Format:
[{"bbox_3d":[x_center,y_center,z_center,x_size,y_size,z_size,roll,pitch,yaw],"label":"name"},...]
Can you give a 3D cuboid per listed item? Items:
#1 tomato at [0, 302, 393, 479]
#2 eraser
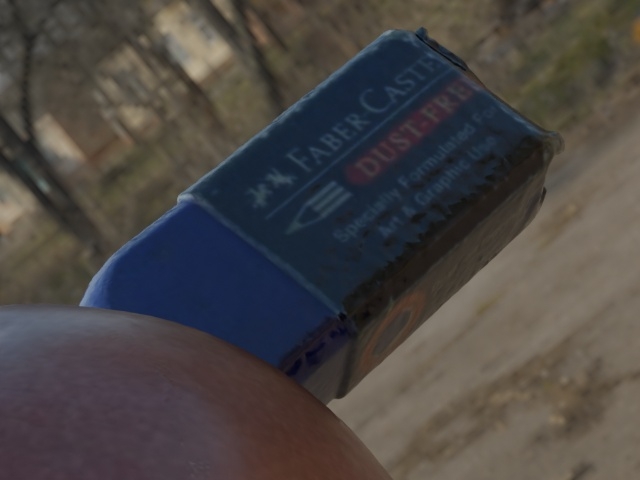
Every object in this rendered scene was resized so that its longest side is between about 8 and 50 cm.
[{"bbox_3d":[-0.092,0.169,0.555,0.321,0.321,0.321,-39,7,6],"label":"tomato"},{"bbox_3d":[0.000,0.000,1.183,0.332,0.155,0.101,-40,-21,-32],"label":"eraser"}]
